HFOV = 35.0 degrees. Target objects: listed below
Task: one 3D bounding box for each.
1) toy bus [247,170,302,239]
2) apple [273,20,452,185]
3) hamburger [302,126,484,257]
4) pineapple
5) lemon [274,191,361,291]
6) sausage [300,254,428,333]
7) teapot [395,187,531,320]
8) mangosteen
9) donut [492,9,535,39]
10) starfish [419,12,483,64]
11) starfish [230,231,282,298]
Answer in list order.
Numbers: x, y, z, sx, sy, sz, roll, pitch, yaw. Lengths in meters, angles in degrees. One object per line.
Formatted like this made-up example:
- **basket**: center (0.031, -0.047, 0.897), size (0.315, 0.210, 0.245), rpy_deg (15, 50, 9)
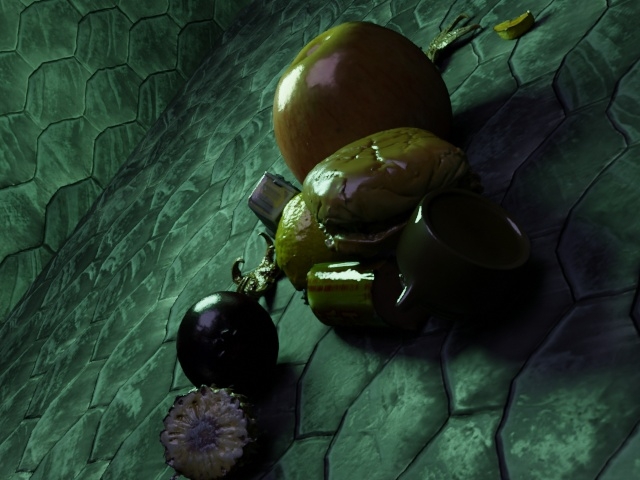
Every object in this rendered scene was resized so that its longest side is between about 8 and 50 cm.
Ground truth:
- **toy bus**: center (-0.069, -0.056, 2.060), size (0.106, 0.092, 0.268), rpy_deg (-54, -17, -7)
- **apple**: center (0.076, -0.257, 2.021), size (0.364, 0.364, 0.364), rpy_deg (-35, 24, 18)
- **hamburger**: center (0.117, -0.092, 1.702), size (0.318, 0.158, 0.318), rpy_deg (-18, 18, 6)
- **pineapple**: center (-0.170, 0.330, 1.710), size (0.176, 0.137, 0.161), rpy_deg (-34, 67, 10)
- **lemon**: center (-0.001, -0.003, 1.906), size (0.180, 0.180, 0.193), rpy_deg (-30, 57, 30)
- **sausage**: center (0.051, 0.089, 1.729), size (0.117, 0.125, 0.317), rpy_deg (-45, 20, -27)
- **teapot**: center (0.206, 0.036, 1.532), size (0.267, 0.185, 0.175), rpy_deg (-24, -29, -45)
- **mangosteen**: center (-0.168, 0.190, 1.864), size (0.194, 0.194, 0.230), rpy_deg (-45, -3, -4)
- **donut**: center (0.422, -0.464, 2.194), size (0.083, 0.038, 0.067), rpy_deg (-35, 21, 6)
- **starfish**: center (0.285, -0.456, 2.393), size (0.247, 0.050, 0.138), rpy_deg (-51, 25, -10)
- **starfish**: center (-0.127, 0.065, 2.131), size (0.146, 0.074, 0.190), rpy_deg (-41, 23, 9)
